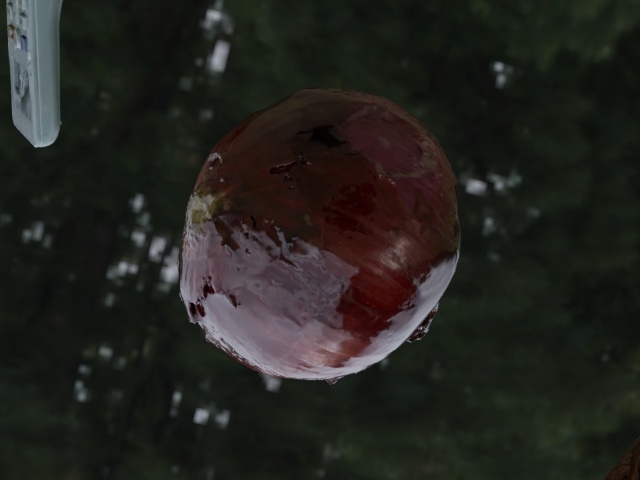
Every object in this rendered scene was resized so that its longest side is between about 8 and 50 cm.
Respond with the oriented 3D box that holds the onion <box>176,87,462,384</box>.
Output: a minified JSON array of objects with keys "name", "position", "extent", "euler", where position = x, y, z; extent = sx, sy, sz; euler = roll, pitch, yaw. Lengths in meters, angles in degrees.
[{"name":"onion","position":[0.000,0.000,0.749],"extent":[0.131,0.131,0.131],"euler":[14,-167,-3]}]

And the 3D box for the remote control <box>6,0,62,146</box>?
[{"name":"remote control","position":[-0.162,-0.138,1.004],"extent":[0.029,0.162,0.061],"euler":[-6,-159,-20]}]

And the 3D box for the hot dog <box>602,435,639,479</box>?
[{"name":"hot dog","position":[0.133,0.159,0.628],"extent":[0.122,0.196,0.272],"euler":[37,-161,35]}]
